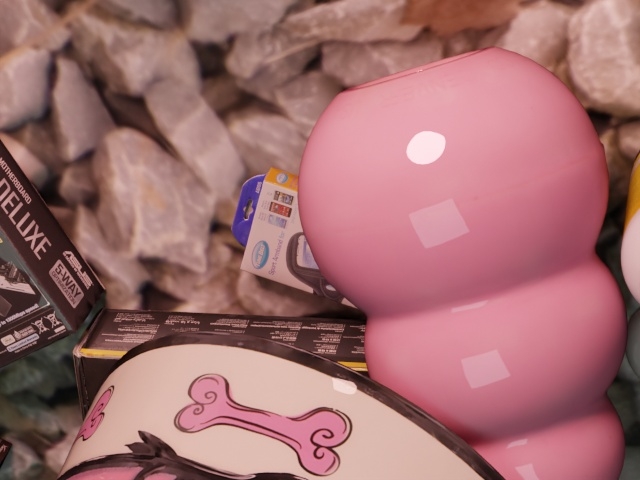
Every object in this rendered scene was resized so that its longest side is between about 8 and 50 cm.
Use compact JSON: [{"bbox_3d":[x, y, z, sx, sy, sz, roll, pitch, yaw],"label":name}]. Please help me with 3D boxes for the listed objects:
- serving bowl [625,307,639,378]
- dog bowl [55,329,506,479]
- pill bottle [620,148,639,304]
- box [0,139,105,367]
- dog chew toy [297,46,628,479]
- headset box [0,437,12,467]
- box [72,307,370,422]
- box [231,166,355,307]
[{"bbox_3d":[0.264,0.081,1.257,0.083,0.027,0.083,6,117,11],"label":"serving bowl"},{"bbox_3d":[-0.029,0.265,1.185,0.408,0.150,0.408,22,138,21],"label":"dog bowl"},{"bbox_3d":[0.250,-0.004,1.126,0.103,0.184,0.103,6,118,11],"label":"pill bottle"},{"bbox_3d":[-0.363,0.018,1.345,0.307,0.076,0.242,-26,108,24],"label":"box"},{"bbox_3d":[0.110,0.045,1.147,0.207,0.206,0.332,-14,97,20],"label":"dog chew toy"},{"bbox_3d":[-0.311,0.181,1.442,0.083,0.032,0.062,28,119,-1],"label":"headset box"},{"bbox_3d":[-0.019,0.187,1.352,0.322,0.079,0.257,3,119,12],"label":"box"},{"bbox_3d":[0.000,0.000,1.278,0.136,0.028,0.081,17,120,2],"label":"box"}]
